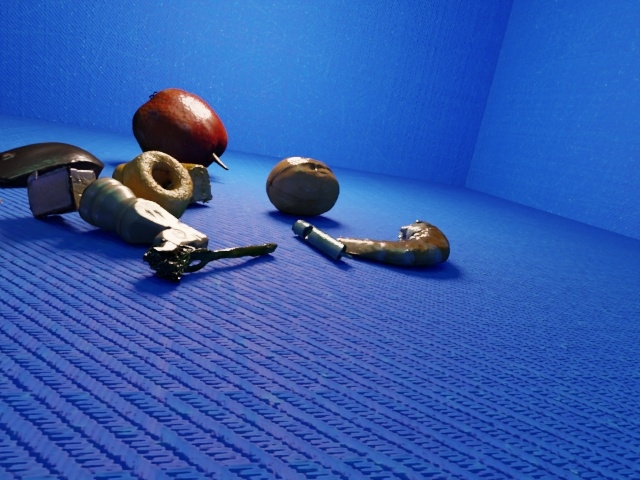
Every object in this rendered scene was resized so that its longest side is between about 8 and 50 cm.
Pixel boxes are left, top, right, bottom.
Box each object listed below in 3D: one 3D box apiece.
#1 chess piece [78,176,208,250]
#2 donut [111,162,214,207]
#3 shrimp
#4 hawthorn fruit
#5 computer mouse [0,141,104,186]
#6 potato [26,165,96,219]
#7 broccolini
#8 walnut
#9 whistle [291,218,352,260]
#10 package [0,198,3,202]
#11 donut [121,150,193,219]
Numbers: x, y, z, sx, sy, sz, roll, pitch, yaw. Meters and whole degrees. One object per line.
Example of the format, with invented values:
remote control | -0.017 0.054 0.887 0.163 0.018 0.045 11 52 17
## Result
chess piece | -0.287 -0.027 0.705 0.201 0.090 0.090 25 17 11
donut | -0.389 -0.127 0.984 0.152 0.101 0.259 11 17 27
shrimp | 0.174 0.015 0.913 0.287 0.068 0.185 -12 21 -34
hawthorn fruit | -0.454 -0.347 1.476 0.369 0.284 0.285 34 19 8
computer mouse | -0.663 -0.188 1.015 0.168 0.087 0.295 19 19 19
potato | -0.444 -0.082 0.736 0.122 0.086 0.061 -7 -2 26
broccolini | -0.162 0.029 0.673 0.058 0.071 0.254 -20 -10 30
walnut | -0.048 -0.144 1.146 0.197 0.165 0.165 10 12 -35
whistle | 0.000 0.000 0.864 0.039 0.039 0.186 1 18 -32
package | -0.528 -0.034 0.517 0.227 0.090 0.168 0 20 -26
donut | -0.320 -0.112 0.854 0.152 0.058 0.151 34 36 -29
